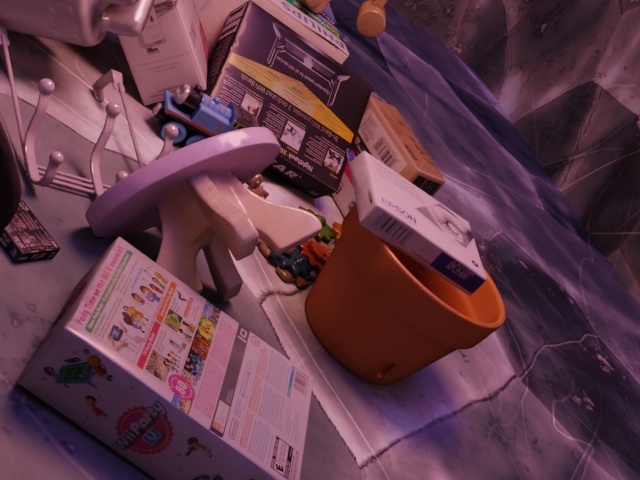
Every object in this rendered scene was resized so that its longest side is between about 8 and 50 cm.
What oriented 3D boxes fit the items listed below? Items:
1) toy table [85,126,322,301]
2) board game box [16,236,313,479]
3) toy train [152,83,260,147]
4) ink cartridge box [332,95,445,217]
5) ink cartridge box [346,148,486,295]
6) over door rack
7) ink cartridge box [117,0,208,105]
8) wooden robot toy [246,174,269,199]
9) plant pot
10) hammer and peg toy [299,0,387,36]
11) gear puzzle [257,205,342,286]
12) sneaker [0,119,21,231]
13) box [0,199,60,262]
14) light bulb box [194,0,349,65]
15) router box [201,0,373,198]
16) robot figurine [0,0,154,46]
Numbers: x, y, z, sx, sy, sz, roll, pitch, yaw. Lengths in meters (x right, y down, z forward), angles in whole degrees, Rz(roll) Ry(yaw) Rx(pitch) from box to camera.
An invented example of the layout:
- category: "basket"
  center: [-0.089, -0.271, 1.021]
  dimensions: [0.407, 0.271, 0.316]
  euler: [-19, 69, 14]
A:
- category: "toy table"
  center: [-0.148, -0.022, 1.342]
  dimensions: [0.160, 0.274, 0.252]
  euler: [60, -8, 13]
- category: "board game box"
  center: [-0.159, 0.160, 1.148]
  dimensions: [0.303, 0.097, 0.224]
  euler: [39, 22, -13]
- category: "toy train"
  center: [-0.191, -0.197, 1.717]
  dimensions: [0.184, 0.105, 0.080]
  euler: [30, 26, -30]
- category: "ink cartridge box"
  center: [0.111, -0.134, 1.990]
  dimensions: [0.088, 0.193, 0.234]
  euler: [18, 33, -42]
- category: "ink cartridge box"
  center: [0.143, -0.043, 1.541]
  dimensions: [0.223, 0.045, 0.224]
  euler: [32, 25, -24]
- category: "over door rack"
  center: [-0.336, -0.185, 1.456]
  dimensions: [0.240, 0.108, 0.324]
  euler: [18, 33, -48]
- category: "ink cartridge box"
  center: [-0.287, -0.408, 1.736]
  dimensions: [0.207, 0.117, 0.283]
  euler: [-96, 171, -57]
- category: "wooden robot toy"
  center: [-0.154, -0.106, 1.672]
  dimensions: [0.079, 0.076, 0.173]
  euler: [42, 19, 27]
- category: "plant pot"
  center: [0.115, 0.089, 1.586]
  dimensions: [0.291, 0.203, 0.291]
  euler: [34, 24, -18]
- category: "hammer and peg toy"
  center: [0.023, -0.582, 1.958]
  dimensions: [0.361, 0.266, 0.127]
  euler: [35, 24, -17]
- category: "gear puzzle"
  center: [0.000, 0.000, 1.761]
  dimensions: [0.175, 0.044, 0.339]
  euler: [52, 24, 21]
- category: "sneaker"
  center: [-0.463, -0.210, 1.106]
  dimensions: [0.447, 0.169, 0.257]
  euler: [55, 3, -12]
- category: "box"
  center: [-0.361, -0.012, 1.218]
  dimensions: [0.083, 0.018, 0.067]
  euler: [49, 23, 14]
- category: "light bulb box"
  center: [-0.165, -0.467, 2.088]
  dimensions: [0.358, 0.225, 0.361]
  euler: [31, 24, -27]
- category: "router box"
  center: [-0.069, -0.258, 1.889]
  dimensions: [0.309, 0.081, 0.242]
  euler: [31, 65, -27]
- category: "robot figurine"
  center: [-0.423, -0.406, 1.498]
  dimensions: [0.354, 0.300, 0.199]
  euler: [12, 60, 3]
